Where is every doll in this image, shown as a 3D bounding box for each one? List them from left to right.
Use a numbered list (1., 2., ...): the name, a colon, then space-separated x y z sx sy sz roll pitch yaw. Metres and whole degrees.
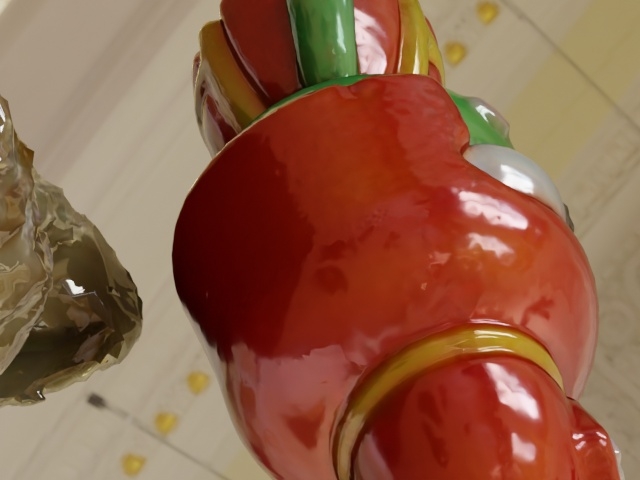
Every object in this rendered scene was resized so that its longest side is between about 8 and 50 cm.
1. doll: 0.026 0.022 0.652 0.160 0.183 0.363 -12 -136 -13

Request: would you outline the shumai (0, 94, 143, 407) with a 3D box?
1. shumai: -0.183 -0.034 0.672 0.267 0.262 0.314 1 -89 27
